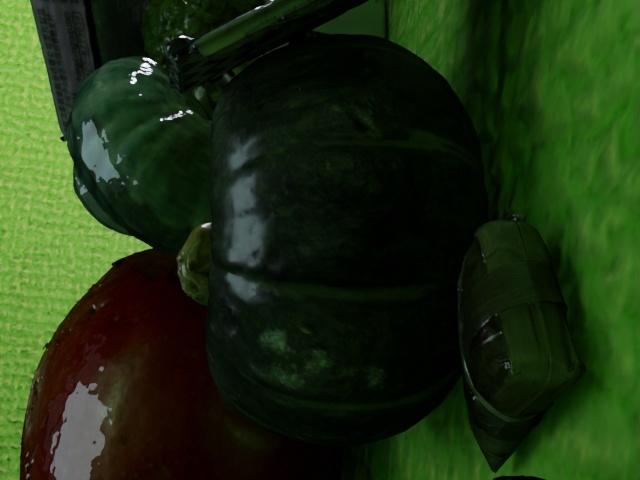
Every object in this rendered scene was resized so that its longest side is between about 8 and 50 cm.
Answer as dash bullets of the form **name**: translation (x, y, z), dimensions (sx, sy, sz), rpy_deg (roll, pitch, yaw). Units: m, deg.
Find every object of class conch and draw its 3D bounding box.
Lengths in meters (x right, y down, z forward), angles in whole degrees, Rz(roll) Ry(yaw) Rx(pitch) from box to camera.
- **conch**: translation (-0.171, -0.077, 0.783), dimensions (0.277, 0.195, 0.220), rpy_deg (-15, 99, 45)

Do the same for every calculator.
- **calculator**: translation (0.017, -0.177, 0.531), dimensions (0.028, 0.274, 0.165), rpy_deg (61, 172, -9)

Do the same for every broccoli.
- **broccoli**: translation (-0.075, -0.178, 0.954), dimensions (0.254, 0.186, 0.302), rpy_deg (-35, -78, -55)

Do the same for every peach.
- **peach**: translation (-0.139, 0.188, 0.787), dimensions (0.417, 0.338, 0.353), rpy_deg (-99, 5, -55)

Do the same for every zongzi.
- **zongzi**: translation (0.100, 0.057, 0.431), dimensions (0.119, 0.055, 0.109), rpy_deg (93, 179, -52)

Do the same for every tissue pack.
- **tissue pack**: translation (-0.250, -0.324, 0.917), dimensions (0.259, 0.122, 0.361), rpy_deg (-65, -19, -54)

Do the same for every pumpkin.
- **pumpkin**: translation (0.000, 0.000, 0.562), dimensions (0.300, 0.207, 0.300), rpy_deg (179, 90, -84)

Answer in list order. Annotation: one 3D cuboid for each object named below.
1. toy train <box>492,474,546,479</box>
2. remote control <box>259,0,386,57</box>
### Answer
- **toy train**: translation (0.087, 0.239, 0.263), dimensions (0.160, 0.100, 0.296), rpy_deg (158, 120, -69)
- **remote control**: translation (0.001, -0.134, 0.808), dimensions (0.050, 0.145, 0.344), rpy_deg (126, 150, -60)
